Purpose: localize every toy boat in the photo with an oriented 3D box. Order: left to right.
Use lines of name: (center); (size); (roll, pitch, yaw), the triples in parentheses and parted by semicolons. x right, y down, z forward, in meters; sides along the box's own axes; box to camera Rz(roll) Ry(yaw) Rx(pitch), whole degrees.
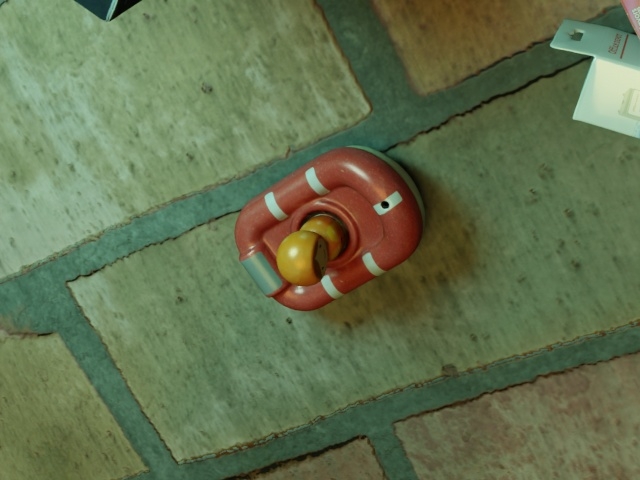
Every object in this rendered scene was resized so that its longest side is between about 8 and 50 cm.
toy boat: (0.000, 0.000, 1.151); (0.231, 0.151, 0.151); (-31, 101, 29)

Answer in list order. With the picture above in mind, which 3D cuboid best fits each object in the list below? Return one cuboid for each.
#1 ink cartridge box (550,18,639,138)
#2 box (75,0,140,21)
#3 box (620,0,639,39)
ink cartridge box: (0.310, -0.143, 0.994); (0.198, 0.115, 0.067); (20, 119, 12)
box: (-0.218, -0.405, 0.941); (0.343, 0.312, 0.179); (35, 131, 2)
box: (0.296, -0.298, 0.920); (0.122, 0.128, 0.257); (-24, 104, 27)
